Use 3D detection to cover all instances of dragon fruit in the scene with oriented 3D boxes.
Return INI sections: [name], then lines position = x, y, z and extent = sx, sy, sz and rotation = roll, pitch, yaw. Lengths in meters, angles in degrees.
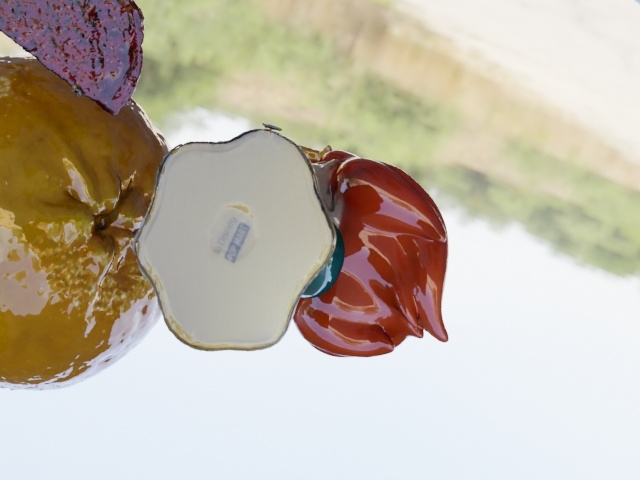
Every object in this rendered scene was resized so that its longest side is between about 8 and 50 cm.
[dragon fruit]
position = -0.216, -0.203, 1.731
extent = 0.162, 0.106, 0.083
rotation = 38, -168, -13

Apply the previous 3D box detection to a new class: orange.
[orange]
position = -0.283, -0.015, 1.876
extent = 0.341, 0.340, 0.293
rotation = 17, 173, -43

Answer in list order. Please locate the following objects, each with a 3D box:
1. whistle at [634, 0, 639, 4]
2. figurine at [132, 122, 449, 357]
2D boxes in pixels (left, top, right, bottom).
[whistle]
position = 0.307, -0.314, 1.795
extent = 0.348, 0.189, 0.189
rotation = 9, -169, -34
[figurine]
position = -0.006, 0.007, 1.474
extent = 0.208, 0.181, 0.257
rotation = -12, 178, 23
